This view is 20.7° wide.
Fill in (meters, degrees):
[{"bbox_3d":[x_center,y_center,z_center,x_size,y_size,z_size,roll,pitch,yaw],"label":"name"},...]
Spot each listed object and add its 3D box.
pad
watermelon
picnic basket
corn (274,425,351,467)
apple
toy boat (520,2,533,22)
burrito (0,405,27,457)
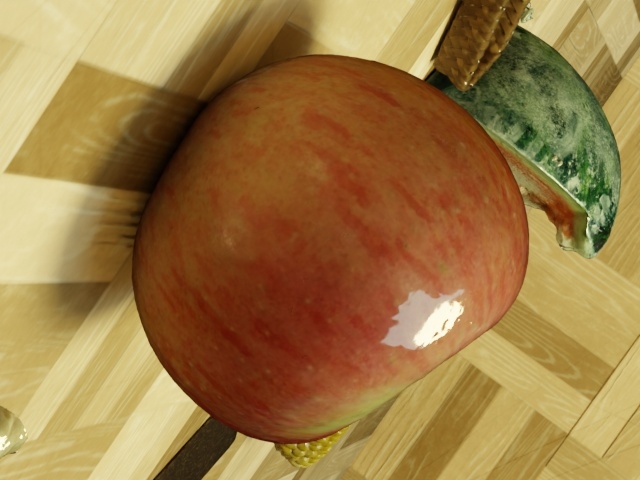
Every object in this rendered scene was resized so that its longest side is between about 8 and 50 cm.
[{"bbox_3d":[-0.191,0.312,2.142,0.330,0.004,0.220,-47,167,-32],"label":"pad"},{"bbox_3d":[0.205,-0.121,2.054,0.289,0.320,0.213,11,147,-45],"label":"watermelon"},{"bbox_3d":[0.184,-0.251,1.876,0.110,0.055,0.193,-47,166,-39],"label":"picnic basket"},{"bbox_3d":[0.027,0.162,2.303,0.130,0.130,0.347,-39,164,-54],"label":"corn"},{"bbox_3d":[0.000,0.000,1.381,0.344,0.269,0.345,-35,176,-2],"label":"apple"},{"bbox_3d":[0.237,-0.275,2.079,0.038,0.038,0.083,-56,168,11],"label":"toy boat"},{"bbox_3d":[-0.279,0.139,1.056,0.226,0.087,0.060,-30,145,-56],"label":"burrito"}]
